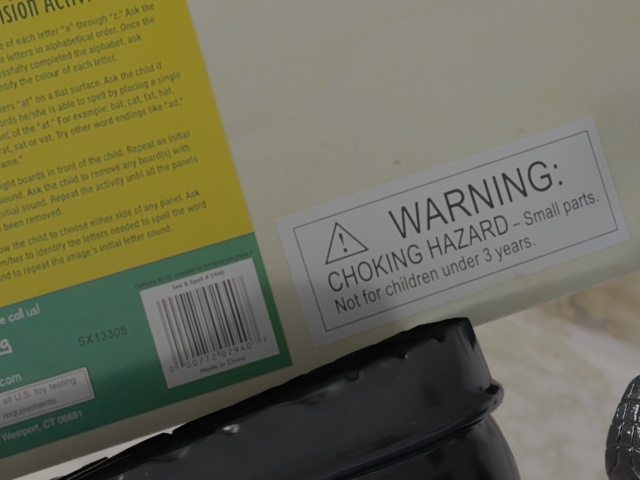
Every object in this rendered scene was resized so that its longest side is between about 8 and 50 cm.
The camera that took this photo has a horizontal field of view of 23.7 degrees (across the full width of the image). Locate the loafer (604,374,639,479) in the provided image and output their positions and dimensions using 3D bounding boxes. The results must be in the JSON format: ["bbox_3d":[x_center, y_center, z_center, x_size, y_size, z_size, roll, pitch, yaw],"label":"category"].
[{"bbox_3d":[0.255,0.186,1.158,0.061,0.170,0.062,3,-179,-24],"label":"loafer"}]

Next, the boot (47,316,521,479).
[{"bbox_3d":[-0.026,0.155,0.387,0.246,0.094,0.207,-21,-91,-16],"label":"boot"}]

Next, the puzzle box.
[{"bbox_3d":[-0.014,-0.097,0.470,0.409,0.052,0.272,-17,-86,-12],"label":"puzzle box"}]
